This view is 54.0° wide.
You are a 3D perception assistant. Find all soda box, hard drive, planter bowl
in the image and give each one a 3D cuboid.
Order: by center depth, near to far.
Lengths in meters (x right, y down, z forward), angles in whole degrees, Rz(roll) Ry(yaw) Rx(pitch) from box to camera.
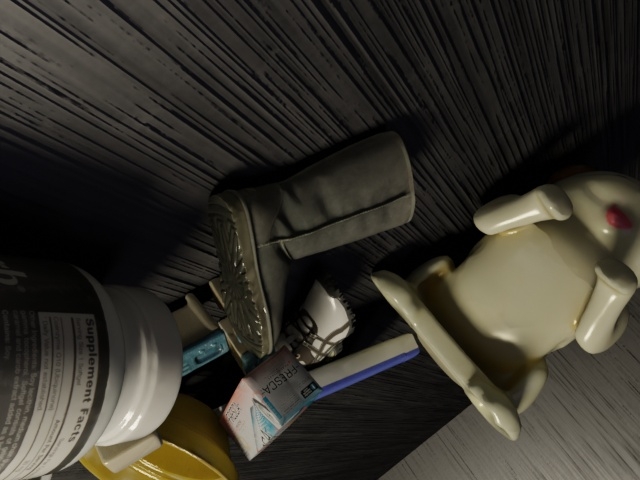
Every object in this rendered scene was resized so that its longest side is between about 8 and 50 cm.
[{"bbox_3d":[-0.059,0.180,0.678,0.058,0.063,0.183,-36,166,-30],"label":"soda box"},{"bbox_3d":[-0.181,0.248,0.766,0.217,0.217,0.090,108,2,-47],"label":"planter bowl"},{"bbox_3d":[-0.030,0.225,0.937,0.319,0.040,0.210,-13,164,-38],"label":"hard drive"}]

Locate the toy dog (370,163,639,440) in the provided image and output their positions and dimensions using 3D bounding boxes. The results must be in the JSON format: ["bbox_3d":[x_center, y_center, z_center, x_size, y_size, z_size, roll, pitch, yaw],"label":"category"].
[{"bbox_3d":[0.343,0.066,0.941,0.408,0.284,0.395,-40,152,0],"label":"toy dog"}]

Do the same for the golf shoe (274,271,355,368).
[{"bbox_3d":[-0.014,0.121,0.826,0.094,0.077,0.198,-23,148,-24],"label":"golf shoe"}]

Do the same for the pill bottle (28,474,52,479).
[{"bbox_3d":[-0.334,0.175,0.498,0.208,0.119,0.119,7,129,-52],"label":"pill bottle"}]

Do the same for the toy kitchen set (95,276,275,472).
[{"bbox_3d":[-0.141,0.159,0.690,0.207,0.122,0.166,-28,151,-17],"label":"toy kitchen set"}]

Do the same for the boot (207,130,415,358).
[{"bbox_3d":[0.002,0.002,0.630,0.208,0.076,0.189,-22,123,-34],"label":"boot"}]

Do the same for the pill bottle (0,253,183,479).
[{"bbox_3d":[-0.240,0.087,0.430,0.162,0.162,0.278,-47,151,18],"label":"pill bottle"}]
